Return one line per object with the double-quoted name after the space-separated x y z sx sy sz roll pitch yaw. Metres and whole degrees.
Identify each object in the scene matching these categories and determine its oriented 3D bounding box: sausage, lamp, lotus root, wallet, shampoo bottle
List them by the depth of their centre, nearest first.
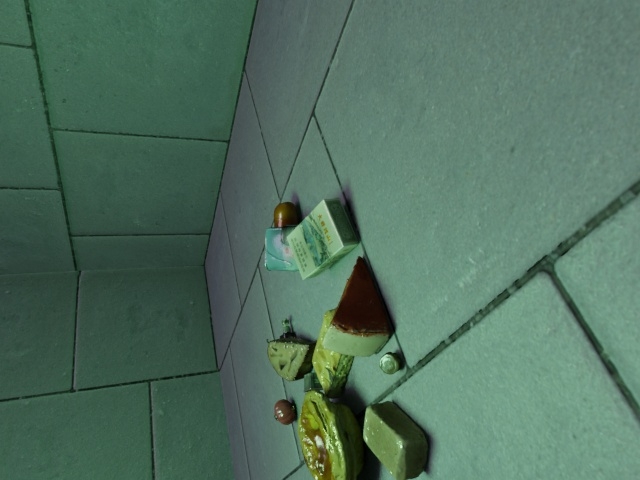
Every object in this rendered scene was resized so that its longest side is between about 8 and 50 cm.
-0.101 0.029 1.654 0.250 0.075 0.176 0 88 41 "wallet"
-0.110 0.455 1.744 0.261 0.074 0.170 1 90 49 "lotus root"
-0.130 -0.018 1.792 0.105 0.105 0.274 167 98 -66 "sausage"
-0.131 0.430 1.877 0.063 0.057 0.207 128 135 -56 "shampoo bottle"
-0.150 0.722 1.894 0.107 0.092 0.107 60 178 3 "lamp"

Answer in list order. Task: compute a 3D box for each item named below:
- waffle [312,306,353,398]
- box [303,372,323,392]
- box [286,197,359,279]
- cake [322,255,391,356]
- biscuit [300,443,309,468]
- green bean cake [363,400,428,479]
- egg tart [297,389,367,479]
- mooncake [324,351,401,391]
0.040 0.369 1.475 0.168 0.057 0.274 -122 38 -49 "waffle"
-0.026 0.517 1.641 0.084 0.060 0.063 129 139 -58 "box"
0.000 0.000 1.443 0.256 0.069 0.164 -42 64 48 "box"
0.068 0.190 1.273 0.158 0.160 0.262 110 150 -46 "cake"
-0.040 0.790 1.728 0.188 0.027 0.187 179 90 -66 "biscuit"
0.183 0.492 1.120 0.179 0.085 0.109 -157 69 -64 "green bean cake"
0.040 0.617 1.382 0.352 0.150 0.351 172 90 -69 "egg tart"
0.100 0.375 1.271 0.347 0.057 0.150 -9 88 54 "mooncake"
